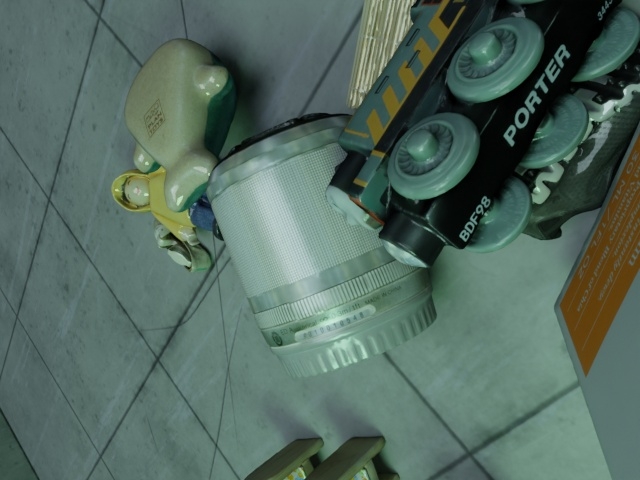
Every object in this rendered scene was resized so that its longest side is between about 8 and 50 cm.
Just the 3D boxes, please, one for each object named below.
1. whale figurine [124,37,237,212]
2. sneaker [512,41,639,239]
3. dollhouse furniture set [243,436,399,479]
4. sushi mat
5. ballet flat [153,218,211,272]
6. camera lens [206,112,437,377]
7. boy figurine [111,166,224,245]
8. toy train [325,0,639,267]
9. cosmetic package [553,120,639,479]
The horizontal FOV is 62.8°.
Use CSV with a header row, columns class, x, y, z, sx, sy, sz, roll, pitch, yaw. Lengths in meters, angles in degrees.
class,x,y,z,sx,sy,sz,roll,pitch,yaw
whale figurine,-0.186,-0.163,0.771,0.216,0.141,0.272,-39,55,26
sneaker,0.264,-0.093,0.509,0.234,0.106,0.078,-51,27,16
dollhouse furniture set,0.073,0.492,0.702,0.394,0.256,0.362,-21,88,40
sushi mat,0.117,-0.294,0.603,0.151,0.019,0.316,25,117,32
ballet flat,-0.269,0.004,0.970,0.168,0.052,0.057,33,121,28
camera lens,0.000,0.000,0.646,0.219,0.219,0.274,-23,87,40
boy figurine,-0.248,-0.085,0.906,0.285,0.092,0.177,15,114,31
toy train,0.133,-0.137,0.475,0.334,0.142,0.190,-58,37,-1
cosmetic package,0.279,0.073,0.282,0.162,0.453,0.230,16,114,8
